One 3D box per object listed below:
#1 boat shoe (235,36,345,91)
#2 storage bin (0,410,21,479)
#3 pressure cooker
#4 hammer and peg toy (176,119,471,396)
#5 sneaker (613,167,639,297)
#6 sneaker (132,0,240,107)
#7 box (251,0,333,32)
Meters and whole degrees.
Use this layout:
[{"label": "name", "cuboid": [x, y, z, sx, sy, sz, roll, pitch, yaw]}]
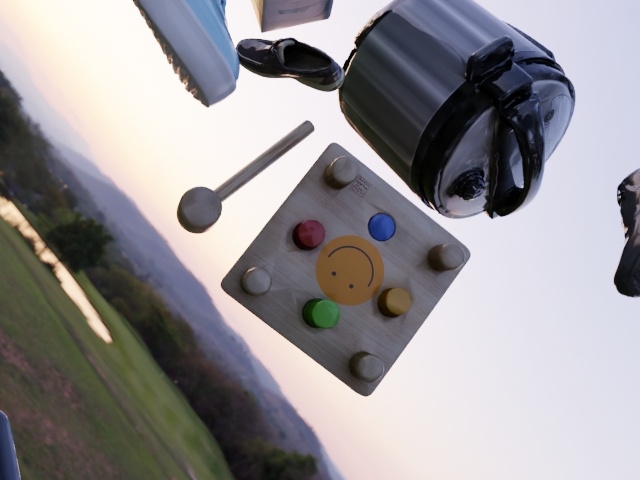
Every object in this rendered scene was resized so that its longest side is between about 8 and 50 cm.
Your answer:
[{"label": "boat shoe", "cuboid": [-0.041, -0.231, 0.898, 0.152, 0.056, 0.049, 17, -19, 18]}, {"label": "storage bin", "cuboid": [-0.419, 0.277, 0.830, 0.098, 0.091, 0.135, 2, 66, -57]}, {"label": "pressure cooker", "cuboid": [0.280, -0.245, 1.412, 0.370, 0.375, 0.420, 5, 38, -46]}, {"label": "hammer and peg toy", "cuboid": [0.000, 0.000, 0.964, 0.361, 0.266, 0.127, 39, -10, -5]}, {"label": "sneaker", "cuboid": [0.495, -0.035, 1.071, 0.130, 0.286, 0.109, 17, -30, 44]}, {"label": "sneaker", "cuboid": [-0.129, -0.300, 0.688, 0.135, 0.150, 0.365, 64, 1, -71]}, {"label": "box", "cuboid": [-0.063, -0.492, 1.077, 0.231, 0.127, 0.261, 113, -40, -77]}]
